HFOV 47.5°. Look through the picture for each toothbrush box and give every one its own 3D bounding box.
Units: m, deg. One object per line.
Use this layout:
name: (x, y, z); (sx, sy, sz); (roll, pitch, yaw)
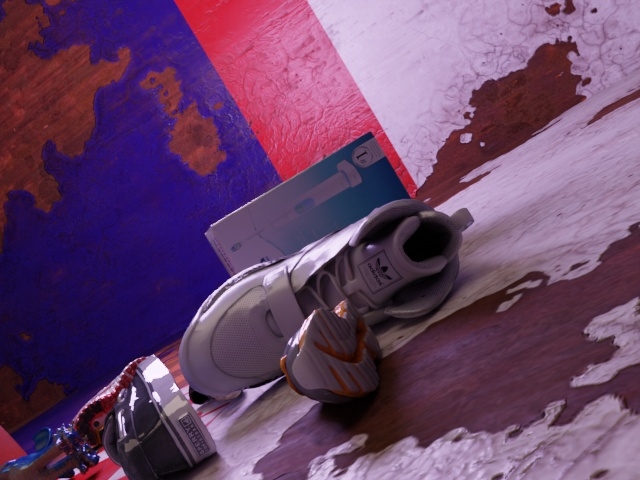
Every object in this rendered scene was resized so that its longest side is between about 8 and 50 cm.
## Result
toothbrush box: (0.000, 0.000, 1.146); (0.295, 0.216, 0.126); (-33, 3, -15)

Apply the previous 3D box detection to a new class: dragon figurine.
dragon figurine: (-0.416, 0.332, 1.056); (0.144, 0.085, 0.289); (-33, 4, -36)

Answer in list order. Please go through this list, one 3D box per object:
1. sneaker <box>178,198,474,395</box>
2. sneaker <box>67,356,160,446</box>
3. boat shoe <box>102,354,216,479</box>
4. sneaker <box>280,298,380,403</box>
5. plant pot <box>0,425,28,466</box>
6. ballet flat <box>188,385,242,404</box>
sneaker: (0.009, 0.057, 0.835); (0.365, 0.137, 0.210); (-29, -1, -19)
sneaker: (-0.360, 0.283, 1.289); (0.092, 0.088, 0.225); (-30, 3, 42)
boat shoe: (-0.198, 0.209, 0.825); (0.102, 0.108, 0.301); (-31, 10, -17)
sneaker: (0.001, 0.111, 0.662); (0.083, 0.084, 0.215); (-33, -7, 9)
plant pot: (-0.761, 0.433, 1.412); (0.267, 0.236, 0.267); (-32, 3, -16)
ballet flat: (-0.140, 0.202, 0.967); (0.173, 0.057, 0.049); (155, 133, -71)
